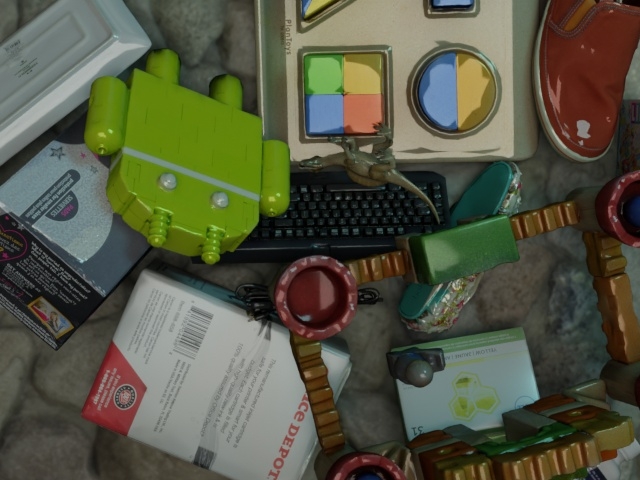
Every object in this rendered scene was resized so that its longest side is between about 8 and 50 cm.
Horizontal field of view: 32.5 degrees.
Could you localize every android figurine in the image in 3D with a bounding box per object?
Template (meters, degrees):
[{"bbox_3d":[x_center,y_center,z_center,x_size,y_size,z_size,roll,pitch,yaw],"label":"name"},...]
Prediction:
[{"bbox_3d":[-0.146,-0.092,1.223,0.248,0.273,0.056,21,137,-24],"label":"android figurine"}]

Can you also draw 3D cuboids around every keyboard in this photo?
[{"bbox_3d":[0.000,0.000,1.312,0.317,0.033,0.202,-2,61,-1],"label":"keyboard"}]

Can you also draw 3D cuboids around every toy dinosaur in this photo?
[{"bbox_3d":[0.067,-0.088,1.301,0.183,0.093,0.053,19,57,7],"label":"toy dinosaur"}]

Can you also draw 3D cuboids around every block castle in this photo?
[{"bbox_3d":[0.187,0.117,1.183,0.453,0.213,0.303,-14,94,-12],"label":"block castle"}]

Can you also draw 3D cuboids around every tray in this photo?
[{"bbox_3d":[-0.341,-0.201,1.298,0.270,0.030,0.145,-37,65,4],"label":"tray"}]

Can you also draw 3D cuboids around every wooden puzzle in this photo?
[{"bbox_3d":[0.095,-0.251,1.309,0.347,0.080,0.322,-2,97,-1],"label":"wooden puzzle"}]

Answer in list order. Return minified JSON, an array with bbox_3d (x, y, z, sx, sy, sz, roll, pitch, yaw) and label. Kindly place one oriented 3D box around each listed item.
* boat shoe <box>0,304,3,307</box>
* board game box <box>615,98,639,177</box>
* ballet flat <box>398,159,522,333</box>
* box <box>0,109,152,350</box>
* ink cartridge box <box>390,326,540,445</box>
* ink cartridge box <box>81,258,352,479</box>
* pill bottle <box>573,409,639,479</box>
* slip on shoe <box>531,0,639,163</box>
[{"bbox_3d":[-0.443,-0.024,1.317,0.306,0.105,0.113,27,100,2],"label":"boat shoe"},{"bbox_3d":[0.385,-0.115,1.295,0.026,0.154,0.104,2,97,-1],"label":"board game box"},{"bbox_3d":[0.182,0.012,1.356,0.077,0.091,0.241,26,103,-37],"label":"ballet flat"},{"bbox_3d":[-0.261,-0.032,1.232,0.163,0.247,0.142,42,133,-6],"label":"box"},{"bbox_3d":[0.188,0.235,1.335,0.171,0.056,0.235,-9,65,-1],"label":"ink cartridge box"},{"bbox_3d":[-0.122,0.168,1.342,0.272,0.114,0.197,24,96,-3],"label":"ink cartridge box"},{"bbox_3d":[0.314,0.286,1.377,0.169,0.094,0.094,-37,97,4],"label":"pill bottle"},{"bbox_3d":[0.329,-0.255,1.294,0.123,0.101,0.332,6,98,-19],"label":"slip on shoe"}]
